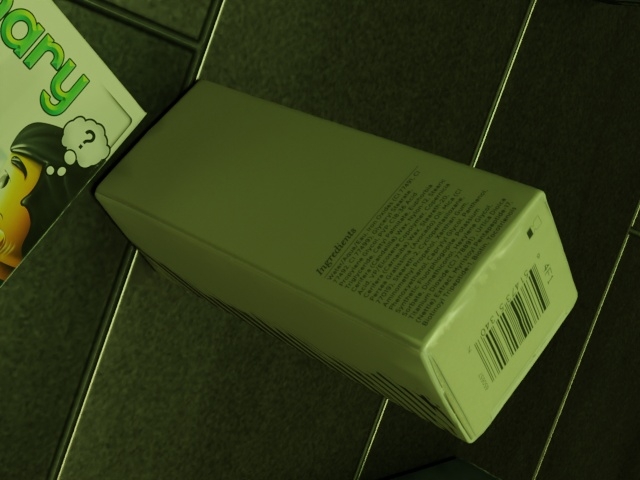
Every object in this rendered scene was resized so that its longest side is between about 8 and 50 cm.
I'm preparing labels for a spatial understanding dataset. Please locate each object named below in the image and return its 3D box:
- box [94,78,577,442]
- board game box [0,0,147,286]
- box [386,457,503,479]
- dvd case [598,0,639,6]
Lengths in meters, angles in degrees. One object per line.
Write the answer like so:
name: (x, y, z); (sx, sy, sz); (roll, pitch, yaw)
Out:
box: (0.000, 0.000, 0.615); (0.113, 0.275, 0.094); (-49, 136, -18)
board game box: (-0.235, -0.091, 0.493); (0.193, 0.053, 0.305); (-54, 137, -15)
box: (0.056, 0.396, 0.933); (0.343, 0.179, 0.313); (-3, 111, -46)
dvd case: (0.322, -0.315, 0.890); (0.029, 0.179, 0.239); (11, 101, -22)
